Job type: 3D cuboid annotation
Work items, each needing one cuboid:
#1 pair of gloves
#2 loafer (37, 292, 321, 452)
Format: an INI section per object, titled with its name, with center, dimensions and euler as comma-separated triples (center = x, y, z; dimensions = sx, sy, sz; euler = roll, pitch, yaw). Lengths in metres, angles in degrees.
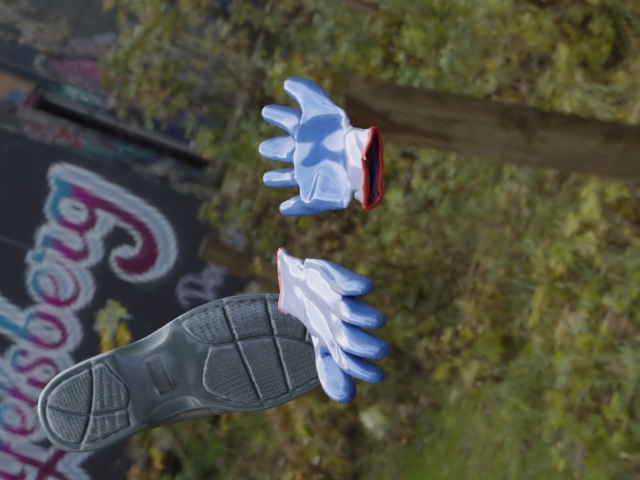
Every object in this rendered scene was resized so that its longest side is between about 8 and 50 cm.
[pair of gloves]
center = 0.000, 0.000, 0.816
dimensions = 0.159, 0.023, 0.198
euler = -152, 58, -63
[loafer]
center = -0.100, 0.106, 1.086
dimensions = 0.084, 0.267, 0.096
euler = 30, -136, -81
